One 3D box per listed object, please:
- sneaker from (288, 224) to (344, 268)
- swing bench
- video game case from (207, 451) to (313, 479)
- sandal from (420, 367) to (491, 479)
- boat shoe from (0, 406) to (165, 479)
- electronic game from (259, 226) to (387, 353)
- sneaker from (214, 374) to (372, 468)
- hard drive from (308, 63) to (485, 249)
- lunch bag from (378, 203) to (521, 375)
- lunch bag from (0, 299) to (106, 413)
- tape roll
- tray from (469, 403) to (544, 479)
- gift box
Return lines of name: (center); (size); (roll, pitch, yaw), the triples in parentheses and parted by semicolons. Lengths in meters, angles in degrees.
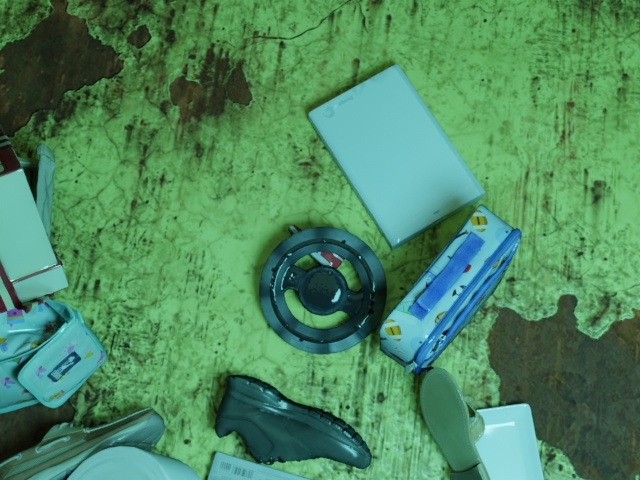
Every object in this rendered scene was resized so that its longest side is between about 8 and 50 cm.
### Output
sneaker: (0.000, 0.000, 1.761); (0.118, 0.042, 0.067); (44, 84, 5)
swing bench: (-0.606, -0.029, 1.733); (0.255, 0.165, 0.253); (1, 73, -3)
video game case: (-0.111, 0.478, 1.635); (0.201, 0.023, 0.183); (15, 75, 5)
sandal: (0.242, 0.322, 1.620); (0.088, 0.079, 0.240); (-20, 88, 39)
boat shoe: (-0.426, 0.362, 1.633); (0.324, 0.123, 0.116); (-26, 57, -13)
electronic game: (0.004, 0.089, 1.715); (0.229, 0.048, 0.229); (0, 89, 3)
sneaker: (-0.050, 0.336, 1.645); (0.286, 0.109, 0.130); (22, 85, 15)
hard drive: (0.141, -0.161, 1.806); (0.203, 0.040, 0.307); (-30, 75, -7)
lunch bag: (0.215, 0.093, 1.622); (0.115, 0.243, 0.303); (36, 77, 12)
lunch bag: (-0.511, 0.190, 1.628); (0.262, 0.223, 0.160); (-11, 63, -1)
tape roll: (-0.302, 0.472, 1.505); (0.286, 0.100, 0.286); (-15, 61, 29)
tray: (0.308, 0.422, 1.633); (0.145, 0.030, 0.270); (-7, 73, -1)
gift box: (-0.550, 0.000, 1.470); (0.255, 0.258, 0.276); (-19, 37, -13)
